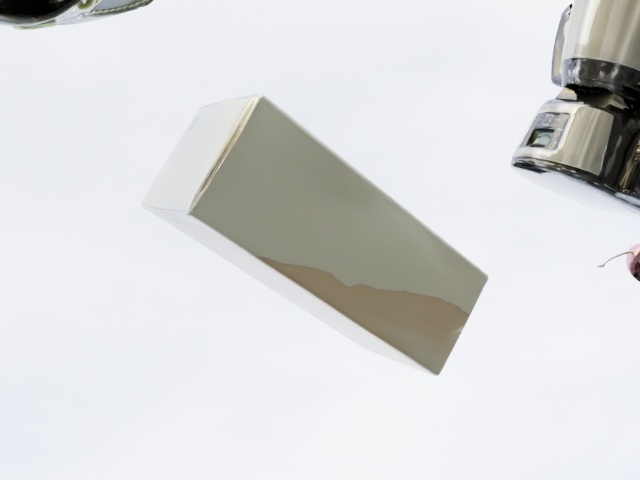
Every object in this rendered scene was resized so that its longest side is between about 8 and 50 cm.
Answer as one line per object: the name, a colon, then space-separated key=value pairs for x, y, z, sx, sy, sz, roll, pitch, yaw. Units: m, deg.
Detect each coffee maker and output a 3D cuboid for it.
coffee maker: x=0.247 y=-0.108 z=0.539 sx=0.171 sy=0.120 sz=0.178 roll=18 pitch=-86 yaw=1

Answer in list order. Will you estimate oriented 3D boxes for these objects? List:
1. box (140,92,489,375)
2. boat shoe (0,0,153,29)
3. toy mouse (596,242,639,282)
box: x=0.000 y=0.000 z=0.709 sx=0.311 sy=0.148 sz=0.121 roll=35 pitch=-102 yaw=-27
boat shoe: x=-0.239 y=-0.230 z=0.616 sx=0.091 sy=0.305 sz=0.109 roll=32 pitch=-63 yaw=25
toy mouse: x=0.335 y=0.004 z=0.664 sx=0.161 sy=0.031 sz=0.143 roll=-32 pitch=-66 yaw=8
